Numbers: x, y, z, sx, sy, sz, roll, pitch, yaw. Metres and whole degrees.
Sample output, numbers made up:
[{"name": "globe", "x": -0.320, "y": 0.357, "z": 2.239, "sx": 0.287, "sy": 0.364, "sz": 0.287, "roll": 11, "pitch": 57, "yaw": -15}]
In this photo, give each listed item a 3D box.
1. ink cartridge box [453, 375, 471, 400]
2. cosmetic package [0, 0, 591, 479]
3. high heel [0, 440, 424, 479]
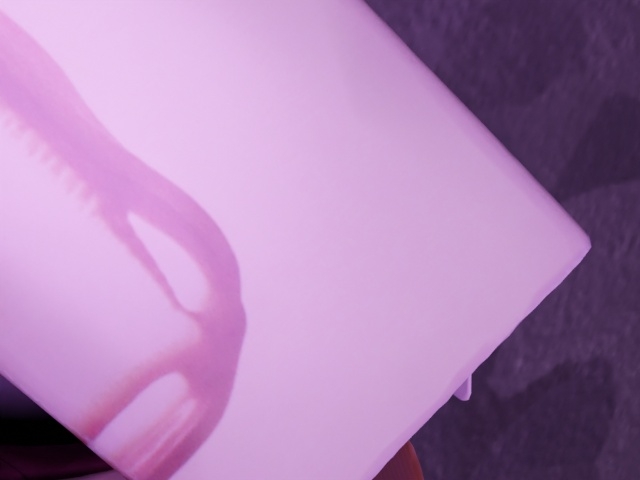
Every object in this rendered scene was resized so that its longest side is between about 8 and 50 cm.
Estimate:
[{"name": "ink cartridge box", "x": 0.000, "y": 0.000, "z": 0.660, "sx": 0.143, "sy": 0.092, "sz": 0.090, "roll": 34, "pitch": 93, "yaw": -42}, {"name": "cosmetic package", "x": -0.090, "y": -0.067, "z": 0.464, "sx": 0.296, "sy": 0.153, "sz": 0.129, "roll": 43, "pitch": 90, "yaw": -20}, {"name": "high heel", "x": -0.157, "y": 0.130, "z": 0.599, "sx": 0.377, "sy": 0.127, "sz": 0.181, "roll": 0, "pitch": 157, "yaw": -28}]
